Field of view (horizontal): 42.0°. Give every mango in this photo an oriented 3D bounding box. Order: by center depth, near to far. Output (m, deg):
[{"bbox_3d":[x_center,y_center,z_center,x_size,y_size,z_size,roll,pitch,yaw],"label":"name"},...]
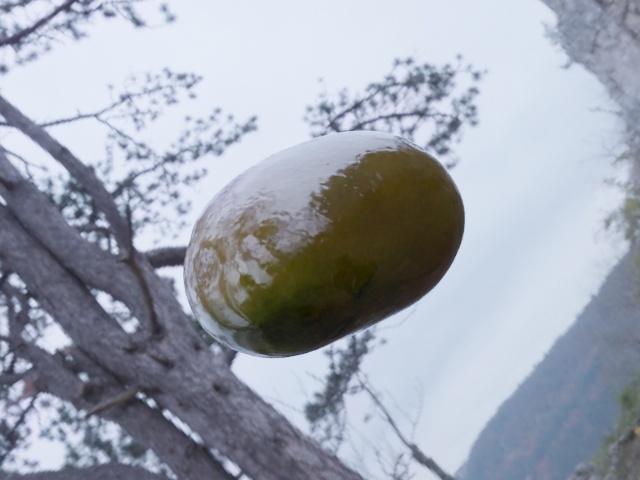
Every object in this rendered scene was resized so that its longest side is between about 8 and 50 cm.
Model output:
[{"bbox_3d":[-0.003,-0.001,0.609,0.175,0.139,0.254,-3,15,41],"label":"mango"}]
